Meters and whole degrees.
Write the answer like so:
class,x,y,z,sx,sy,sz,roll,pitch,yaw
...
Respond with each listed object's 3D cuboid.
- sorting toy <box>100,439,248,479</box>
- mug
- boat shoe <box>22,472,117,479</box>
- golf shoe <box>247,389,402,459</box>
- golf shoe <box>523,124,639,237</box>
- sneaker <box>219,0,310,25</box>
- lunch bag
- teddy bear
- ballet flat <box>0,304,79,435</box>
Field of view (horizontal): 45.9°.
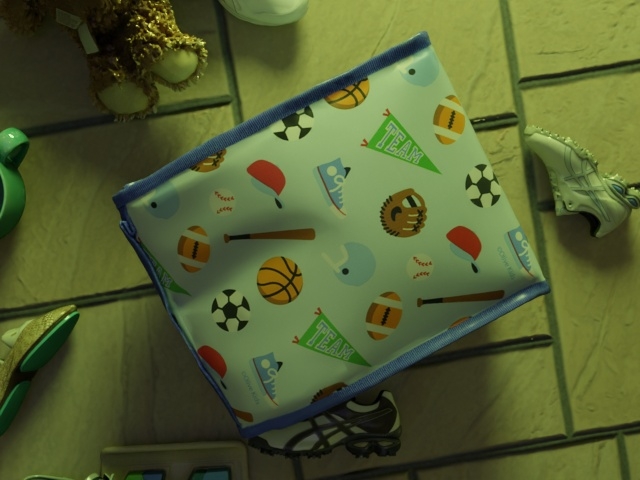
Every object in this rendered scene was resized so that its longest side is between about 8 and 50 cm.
class,x,y,z,sx,sy,sz,roll,pitch,yaw
sorting toy,-0.188,0.367,0.984,0.193,0.038,0.208,-3,93,-1
mug,-0.420,-0.059,0.931,0.157,0.097,0.130,-13,92,-1
boat shoe,-0.284,0.330,0.934,0.227,0.079,0.081,-1,94,22
golf shoe,0.005,0.232,0.972,0.198,0.077,0.094,0,82,-8
golf shoe,0.319,-0.074,0.963,0.176,0.069,0.086,38,97,-1
sneaker,-0.117,-0.343,0.915,0.232,0.115,0.090,32,92,-2
lunch bag,0.000,0.000,0.877,0.385,0.239,0.328,-29,95,-7
teddy bear,-0.271,-0.306,0.900,0.338,0.113,0.245,43,129,-6
ballet flat,-0.388,0.155,0.958,0.067,0.073,0.206,34,88,12
